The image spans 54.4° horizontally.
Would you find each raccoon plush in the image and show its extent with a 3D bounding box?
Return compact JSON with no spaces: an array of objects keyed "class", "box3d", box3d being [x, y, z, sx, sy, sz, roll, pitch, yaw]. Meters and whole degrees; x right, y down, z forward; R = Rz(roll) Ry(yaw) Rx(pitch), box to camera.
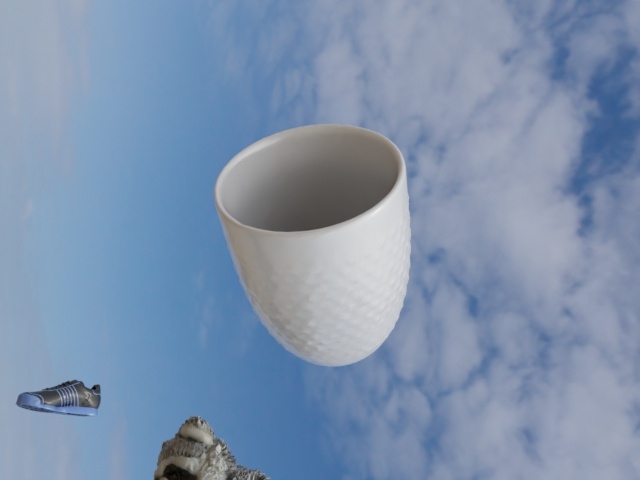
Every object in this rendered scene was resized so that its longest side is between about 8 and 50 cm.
[{"class":"raccoon plush","box3d":[-0.131,0.495,1.220,0.216,0.446,0.299,-40,-121,20]}]

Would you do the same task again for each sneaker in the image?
[{"class":"sneaker","box3d":[-0.688,0.410,1.649,0.081,0.232,0.091,-13,-116,33]}]

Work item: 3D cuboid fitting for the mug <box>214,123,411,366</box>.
[{"class":"mug","box3d":[0.000,0.000,1.014,0.374,0.276,0.328,-102,-179,-51]}]
